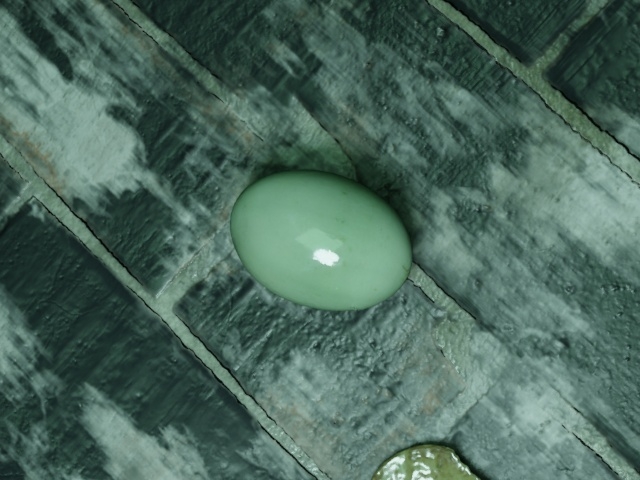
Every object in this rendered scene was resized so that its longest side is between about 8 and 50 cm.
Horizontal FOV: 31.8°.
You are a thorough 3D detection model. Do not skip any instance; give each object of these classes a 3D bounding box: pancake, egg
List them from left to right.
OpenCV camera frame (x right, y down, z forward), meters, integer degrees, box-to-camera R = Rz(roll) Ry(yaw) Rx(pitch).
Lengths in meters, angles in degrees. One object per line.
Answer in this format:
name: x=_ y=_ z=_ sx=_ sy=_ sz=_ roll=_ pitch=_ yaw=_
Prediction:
egg: x=0.000 y=0.000 z=1.671 sx=0.283 sy=0.203 sz=0.203 roll=23 pitch=90 yaw=11
pancake: x=0.176 y=0.419 z=1.675 sx=0.236 sy=0.042 sz=0.222 roll=18 pitch=94 yaw=17

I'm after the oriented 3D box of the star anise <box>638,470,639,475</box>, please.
star anise: x=0.548 y=0.335 z=1.585 sx=0.191 sy=0.070 sz=0.097 roll=-3 pitch=86 yaw=15
